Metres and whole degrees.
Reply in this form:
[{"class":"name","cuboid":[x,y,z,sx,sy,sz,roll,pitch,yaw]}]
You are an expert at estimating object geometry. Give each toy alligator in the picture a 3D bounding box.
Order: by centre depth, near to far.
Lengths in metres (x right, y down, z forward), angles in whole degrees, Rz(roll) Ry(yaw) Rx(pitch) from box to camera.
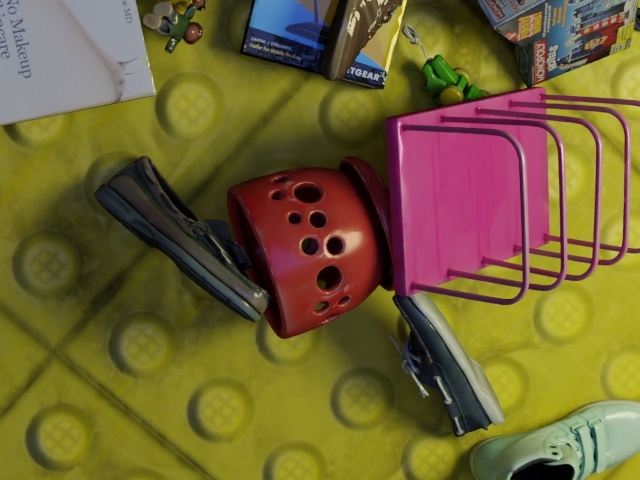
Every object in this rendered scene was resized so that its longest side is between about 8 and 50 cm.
[{"class":"toy alligator","cuboid":[0.154,-0.187,1.496,0.190,0.056,0.051,43,130,-12]}]

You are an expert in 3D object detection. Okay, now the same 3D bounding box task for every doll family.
[{"class":"doll family","cuboid":[-0.140,-0.311,1.402,0.076,0.111,0.193,44,102,21]}]

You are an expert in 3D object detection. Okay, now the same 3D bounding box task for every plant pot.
[{"class":"plant pot","cuboid":[0.000,0.000,1.423,0.174,0.191,0.191,-20,100,-9]}]

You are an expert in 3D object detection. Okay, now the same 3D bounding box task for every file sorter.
[{"class":"file sorter","cuboid":[0.240,-0.056,1.383,0.291,0.182,0.202,-17,109,-44]}]

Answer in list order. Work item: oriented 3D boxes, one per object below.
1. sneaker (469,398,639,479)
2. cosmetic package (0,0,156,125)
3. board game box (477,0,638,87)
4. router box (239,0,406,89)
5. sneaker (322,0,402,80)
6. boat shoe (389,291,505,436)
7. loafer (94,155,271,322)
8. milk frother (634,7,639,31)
[{"class":"sneaker","cuboid":[0.331,0.278,1.535,0.256,0.151,0.094,-15,98,-9]},{"class":"cosmetic package","cuboid":[-0.354,-0.210,1.374,0.309,0.113,0.160,-13,99,-7]},{"class":"board game box","cuboid":[0.284,-0.277,1.457,0.194,0.194,0.060,-21,60,-5]},{"class":"router box","cuboid":[0.005,-0.267,1.459,0.179,0.046,0.133,13,94,-11]},{"class":"sneaker","cuboid":[0.059,-0.270,1.410,0.071,0.066,0.188,17,93,-12]},{"class":"boat shoe","cuboid":[0.145,0.151,1.498,0.079,0.095,0.254,-28,129,10]},{"class":"loafer","cuboid":[-0.149,-0.010,1.391,0.267,0.096,0.084,36,79,26]},{"class":"milk frother","cuboid":[0.435,-0.330,1.478,0.129,0.135,0.143,15,92,20]}]
